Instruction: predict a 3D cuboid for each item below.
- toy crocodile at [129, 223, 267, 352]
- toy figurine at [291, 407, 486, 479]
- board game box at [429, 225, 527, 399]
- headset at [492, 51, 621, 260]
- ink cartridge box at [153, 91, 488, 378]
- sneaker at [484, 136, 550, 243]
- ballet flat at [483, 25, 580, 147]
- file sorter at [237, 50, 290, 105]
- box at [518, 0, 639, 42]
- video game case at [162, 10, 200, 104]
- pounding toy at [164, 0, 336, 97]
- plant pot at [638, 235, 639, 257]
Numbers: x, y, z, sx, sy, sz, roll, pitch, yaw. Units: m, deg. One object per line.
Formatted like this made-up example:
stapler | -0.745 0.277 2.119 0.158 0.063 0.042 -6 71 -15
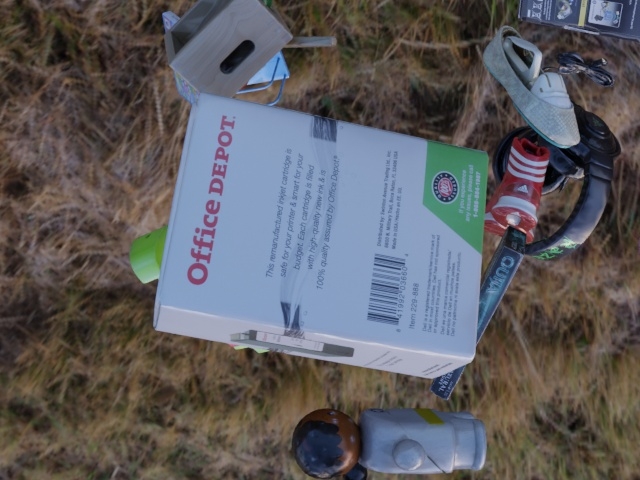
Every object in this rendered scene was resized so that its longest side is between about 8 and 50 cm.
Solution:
toy crocodile | -0.139 0.078 1.242 0.115 0.105 0.340 -11 143 20
toy figurine | 0.038 0.231 0.629 0.148 0.213 0.209 1 139 -10
board game box | 0.181 0.080 1.014 0.026 0.126 0.186 26 106 8
headset | 0.436 -0.151 1.574 0.185 0.393 0.243 15 162 -23
ink cartridge box | 0.000 0.000 0.854 0.289 0.211 0.121 12 161 -9
sneaker | 0.294 -0.073 1.300 0.087 0.221 0.128 21 84 2
ballet flat | 0.222 -0.166 0.932 0.057 0.168 0.052 -5 137 -29
file sorter | -0.145 -0.336 1.642 0.118 0.104 0.170 -6 135 18
box | 0.450 -0.463 1.217 0.318 0.097 0.394 18 138 23
video game case | -0.160 -0.220 1.163 0.015 0.166 0.119 -22 128 -21
pounding toy | -0.078 -0.213 0.938 0.141 0.130 0.100 -42 119 11
plant pot | 0.509 -0.017 1.166 0.201 0.201 0.180 -22 145 22
